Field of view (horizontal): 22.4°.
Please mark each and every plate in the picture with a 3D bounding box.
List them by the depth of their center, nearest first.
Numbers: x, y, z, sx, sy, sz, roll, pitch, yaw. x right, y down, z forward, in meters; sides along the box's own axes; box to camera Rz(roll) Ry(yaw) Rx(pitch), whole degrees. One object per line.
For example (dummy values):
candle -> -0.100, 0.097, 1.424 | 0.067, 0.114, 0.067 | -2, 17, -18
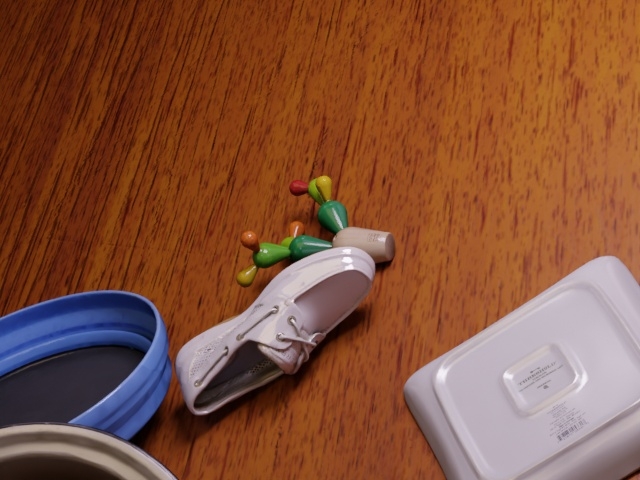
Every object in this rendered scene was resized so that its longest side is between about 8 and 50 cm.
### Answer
plate -> 0.230, 0.151, 1.640 | 0.277, 0.045, 0.278 | -32, 37, 5

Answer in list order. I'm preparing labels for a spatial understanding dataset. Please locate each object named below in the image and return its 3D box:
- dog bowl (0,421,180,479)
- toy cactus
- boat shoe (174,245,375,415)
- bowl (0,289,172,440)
dog bowl -> -0.277, 0.393, 1.583 | 0.408, 0.150, 0.408 | -3, 63, 6
toy cactus -> 0.000, 0.000, 1.961 | 0.181, 0.112, 0.219 | -2, 39, 25
boat shoe -> -0.045, 0.114, 1.867 | 0.277, 0.098, 0.096 | -37, 35, 15
bowl -> -0.361, 0.195, 1.957 | 0.391, 0.077, 0.391 | -18, 23, 8
